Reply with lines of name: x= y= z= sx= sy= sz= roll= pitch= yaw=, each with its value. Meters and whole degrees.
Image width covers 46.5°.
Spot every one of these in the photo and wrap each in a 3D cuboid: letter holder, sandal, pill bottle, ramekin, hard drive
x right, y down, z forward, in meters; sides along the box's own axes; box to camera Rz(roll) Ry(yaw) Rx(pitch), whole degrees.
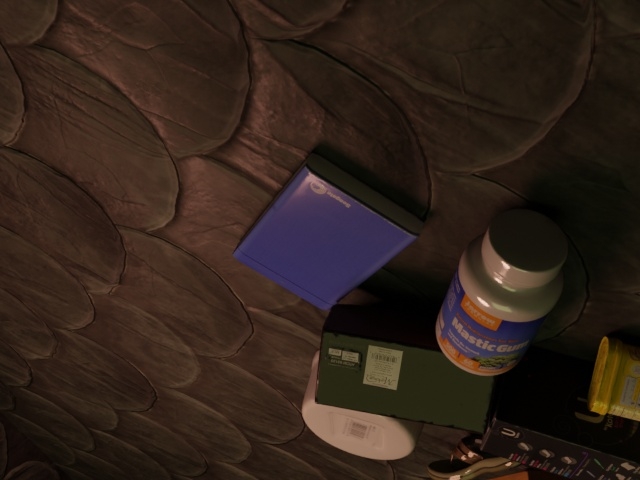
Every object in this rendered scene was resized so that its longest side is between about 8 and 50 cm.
letter holder: x=0.162 y=0.206 z=1.359 sx=0.302 sy=0.214 sz=0.151 roll=9 pitch=111 yaw=9
sandal: x=0.354 y=0.464 z=1.623 sx=0.120 sy=0.086 sz=0.303 roll=-7 pitch=161 yaw=-40
pill bottle: x=0.272 y=0.079 z=1.122 sx=0.152 sy=0.152 sz=0.272 roll=17 pitch=144 yaw=8
ramekin: x=0.094 y=0.347 z=1.570 sx=0.277 sy=0.135 sz=0.277 roll=15 pitch=143 yaw=12
hard drive: x=0.000 y=0.000 z=1.262 sx=0.210 sy=0.040 sz=0.319 roll=31 pitch=143 yaw=-11

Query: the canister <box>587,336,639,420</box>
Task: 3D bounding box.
canister: x=0.536 y=0.237 z=1.208 sx=0.170 sy=0.126 sz=0.073 roll=13 pitch=-178 yaw=11

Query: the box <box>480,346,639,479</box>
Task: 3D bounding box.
box: x=0.440 y=0.314 z=1.315 sx=0.271 sy=0.165 sz=0.143 roll=15 pitch=144 yaw=11

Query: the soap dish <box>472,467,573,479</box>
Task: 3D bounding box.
soap dish: x=0.471 y=0.557 z=1.574 sx=0.291 sy=0.118 sz=0.229 roll=10 pitch=151 yaw=-27
